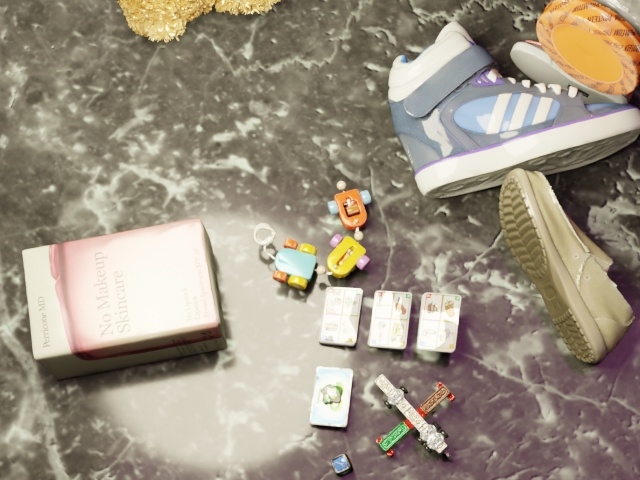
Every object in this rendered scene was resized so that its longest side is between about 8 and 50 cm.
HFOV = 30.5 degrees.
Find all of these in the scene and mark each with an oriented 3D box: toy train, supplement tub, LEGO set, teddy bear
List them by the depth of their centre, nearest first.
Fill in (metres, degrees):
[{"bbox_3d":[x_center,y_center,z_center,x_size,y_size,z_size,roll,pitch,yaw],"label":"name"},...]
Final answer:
[{"bbox_3d":[0.428,-0.352,1.505,0.193,0.193,0.316,37,78,12],"label":"supplement tub"},{"bbox_3d":[0.083,0.186,1.508,0.182,0.060,0.244,2,70,15],"label":"LEGO set"},{"bbox_3d":[0.000,0.000,1.561,0.166,0.046,0.125,-21,71,-9],"label":"toy train"},{"bbox_3d":[-0.135,-0.412,1.664,0.338,0.113,0.245,-14,70,-3],"label":"teddy bear"}]

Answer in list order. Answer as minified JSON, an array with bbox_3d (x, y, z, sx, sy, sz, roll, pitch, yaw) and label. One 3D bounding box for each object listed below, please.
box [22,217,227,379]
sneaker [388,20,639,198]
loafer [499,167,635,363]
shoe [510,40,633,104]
[{"bbox_3d":[-0.246,0.076,1.497,0.232,0.127,0.148,-11,72,-2],"label":"box"},{"bbox_3d":[0.251,-0.204,1.574,0.323,0.130,0.236,-15,76,2],"label":"sneaker"},{"bbox_3d":[0.318,0.024,1.516,0.092,0.102,0.268,-24,88,-18],"label":"loafer"},{"bbox_3d":[0.356,-0.247,1.624,0.178,0.063,0.081,28,73,5],"label":"shoe"}]
